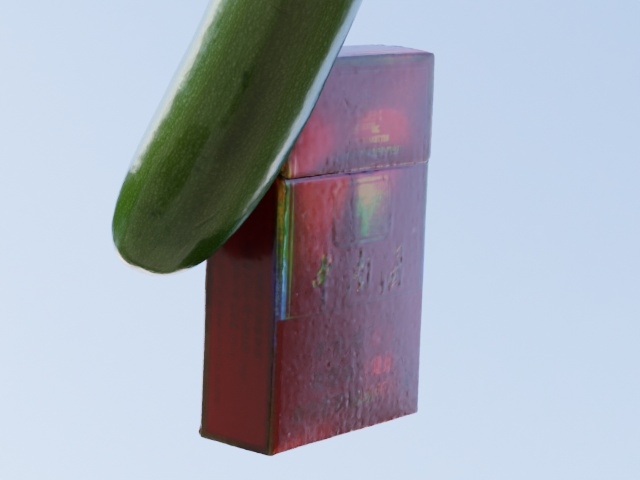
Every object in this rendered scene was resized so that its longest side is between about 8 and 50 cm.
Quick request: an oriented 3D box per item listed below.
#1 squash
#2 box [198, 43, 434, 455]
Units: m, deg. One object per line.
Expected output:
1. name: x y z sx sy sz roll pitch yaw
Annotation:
1. squash: -0.051 -0.122 1.437 0.107 0.107 0.395 30 -66 1
2. box: -0.001 0.001 1.608 0.089 0.197 0.313 9 -78 39
